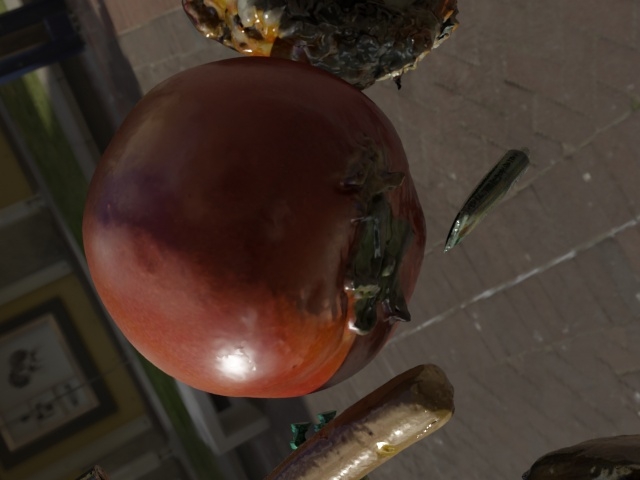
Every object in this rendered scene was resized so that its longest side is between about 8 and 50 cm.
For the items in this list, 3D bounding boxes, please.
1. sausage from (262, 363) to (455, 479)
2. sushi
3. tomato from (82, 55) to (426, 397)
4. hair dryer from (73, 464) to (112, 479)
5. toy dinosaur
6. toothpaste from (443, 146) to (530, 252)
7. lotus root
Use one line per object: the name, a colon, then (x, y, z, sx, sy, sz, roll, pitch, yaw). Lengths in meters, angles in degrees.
sausage: (0.013, 0.205, 0.845, 0.301, 0.066, 0.065, -45, 69, 32)
sushi: (0.011, -0.384, 1.216, 0.417, 0.417, 0.176, 60, 151, 8)
tomato: (-0.066, -0.012, 0.853, 0.321, 0.321, 0.321, 51, 157, 31)
hair dryer: (-0.313, 0.464, 1.338, 0.255, 0.128, 0.070, 60, 172, -13)
toy dinosaur: (-0.008, 0.368, 1.539, 0.094, 0.259, 0.153, -12, 79, 42)
toothpaste: (0.174, -0.051, 0.942, 0.031, 0.204, 0.049, 31, 131, 15)
lotus root: (0.429, 0.333, 1.166, 0.397, 0.196, 0.179, -9, 104, 56)
